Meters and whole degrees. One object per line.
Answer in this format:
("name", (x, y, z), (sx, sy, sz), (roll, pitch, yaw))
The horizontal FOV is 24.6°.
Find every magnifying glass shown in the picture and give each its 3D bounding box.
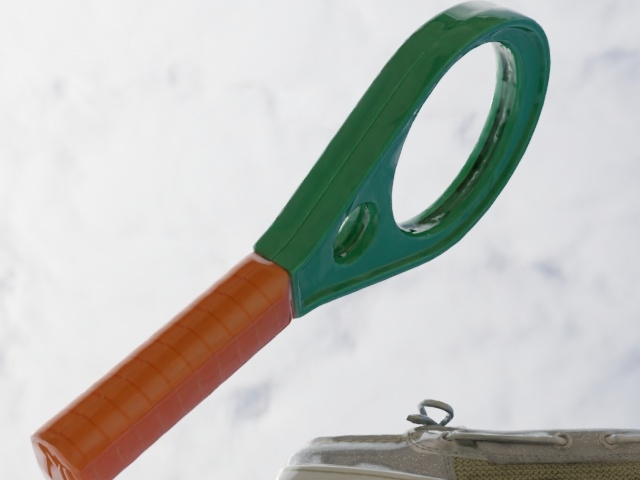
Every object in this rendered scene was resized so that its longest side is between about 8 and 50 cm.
("magnifying glass", (0.000, 0.000, 0.476), (0.026, 0.092, 0.231), (30, -125, 28))

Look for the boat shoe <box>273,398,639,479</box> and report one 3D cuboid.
("boat shoe", (0.130, 0.158, 0.925), (0.320, 0.118, 0.103), (1, -133, 11))
